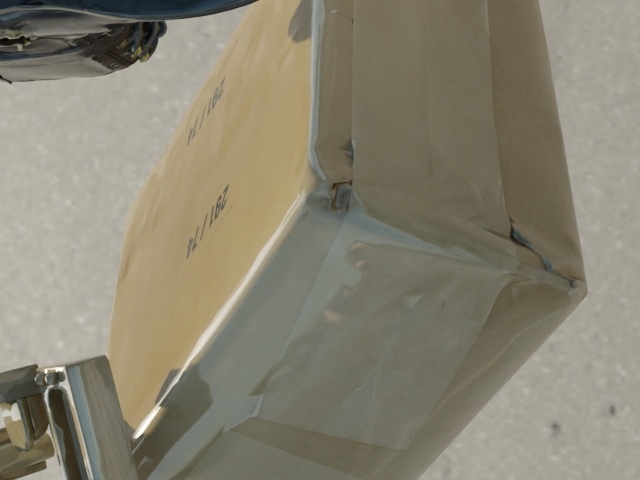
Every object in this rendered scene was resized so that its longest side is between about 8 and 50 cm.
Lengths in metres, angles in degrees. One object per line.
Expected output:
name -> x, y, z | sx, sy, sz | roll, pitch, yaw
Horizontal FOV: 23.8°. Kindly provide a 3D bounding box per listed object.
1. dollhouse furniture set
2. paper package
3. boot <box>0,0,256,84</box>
dollhouse furniture set -> -0.185, 0.150, 0.848 | 0.151, 0.123, 0.144 | -11, 94, 59
paper package -> 0.000, 0.000, 0.941 | 0.325, 0.168, 0.309 | -55, 22, 39
boot -> -0.123, -0.136, 0.816 | 0.229, 0.263, 0.091 | 23, -116, -81
